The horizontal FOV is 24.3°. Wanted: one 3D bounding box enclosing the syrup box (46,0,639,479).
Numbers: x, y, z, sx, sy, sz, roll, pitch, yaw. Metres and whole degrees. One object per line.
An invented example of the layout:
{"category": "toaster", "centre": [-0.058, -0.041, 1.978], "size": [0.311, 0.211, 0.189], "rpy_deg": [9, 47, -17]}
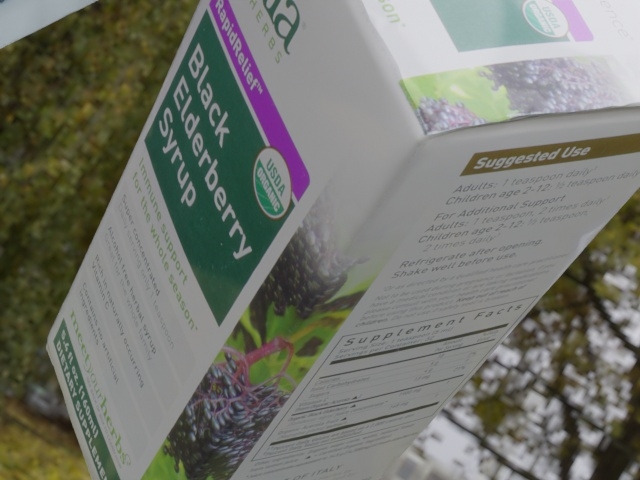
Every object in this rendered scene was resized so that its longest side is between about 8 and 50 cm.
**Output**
{"category": "syrup box", "centre": [0.000, 0.000, 0.443], "size": [0.093, 0.096, 0.237], "rpy_deg": [64, -34, 25]}

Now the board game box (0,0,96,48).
{"category": "board game box", "centre": [-0.138, -0.200, 0.411], "size": [0.097, 0.224, 0.303], "rpy_deg": [10, -65, 15]}
